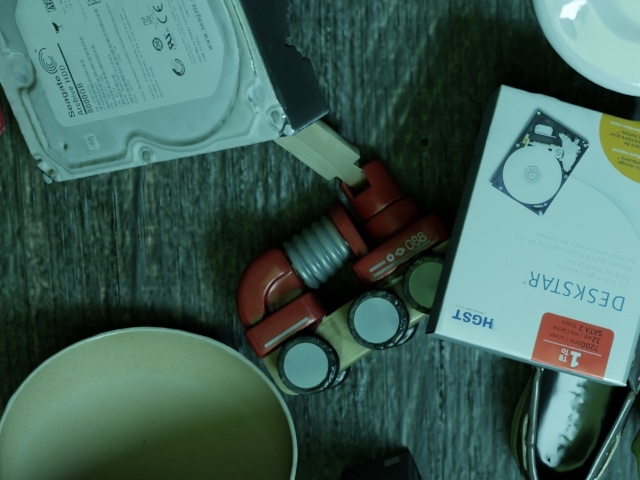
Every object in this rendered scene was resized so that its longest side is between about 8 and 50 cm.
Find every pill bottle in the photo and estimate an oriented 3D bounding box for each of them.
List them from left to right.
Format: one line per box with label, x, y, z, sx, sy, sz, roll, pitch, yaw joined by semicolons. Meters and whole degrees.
pill bottle;0.265;-0.258;1.662;0.204;0.361;0.204;1;108;2

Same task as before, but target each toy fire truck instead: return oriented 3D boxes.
toy fire truck;0.000;0.000;1.889;0.217;0.158;0.246;-33;84;7

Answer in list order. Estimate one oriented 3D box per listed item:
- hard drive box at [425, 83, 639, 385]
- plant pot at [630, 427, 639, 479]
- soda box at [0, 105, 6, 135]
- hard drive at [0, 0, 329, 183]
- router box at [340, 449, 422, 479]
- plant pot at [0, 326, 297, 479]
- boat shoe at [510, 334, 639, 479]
hard drive box;0.213;-0.003;1.792;0.181;0.089;0.232;15;86;-2
plant pot;0.431;0.154;1.861;0.276;0.276;0.254;27;119;-6
soda box;-0.373;-0.208;1.854;0.083;0.092;0.263;-13;107;7
hard drive;-0.169;-0.184;1.768;0.339;0.064;0.237;-7;110;44
router box;0.093;0.376;1.905;0.081;0.309;0.243;-20;107;9
plant pot;-0.167;0.254;1.924;0.284;0.284;0.191;6;140;1
boat shoe;0.268;0.096;1.898;0.132;0.130;0.355;8;108;0
